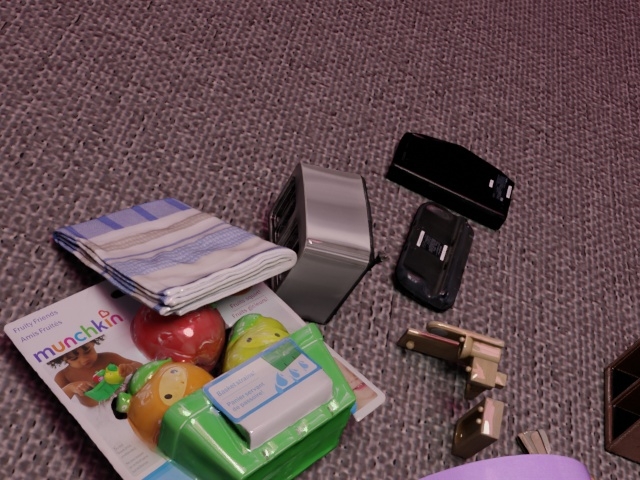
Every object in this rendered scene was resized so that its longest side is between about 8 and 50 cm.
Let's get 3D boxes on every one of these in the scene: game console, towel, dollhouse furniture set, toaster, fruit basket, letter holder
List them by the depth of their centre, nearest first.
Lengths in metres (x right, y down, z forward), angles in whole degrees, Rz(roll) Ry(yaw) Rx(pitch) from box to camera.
[{"bbox_3d":[-0.144,0.144,1.093,0.327,0.165,0.353,-26,63,-38],"label":"fruit basket"},{"bbox_3d":[-0.193,0.008,1.175,0.209,0.034,0.285,-21,32,-37],"label":"towel"},{"bbox_3d":[0.167,0.196,1.220,0.123,0.144,0.151,17,62,-4],"label":"dollhouse furniture set"},{"bbox_3d":[0.000,0.000,1.261,0.110,0.185,0.168,12,49,-21],"label":"toaster"},{"bbox_3d":[0.600,0.245,1.305,0.302,0.214,0.152,22,47,-6],"label":"letter holder"},{"bbox_3d":[0.192,-0.039,1.479,0.213,0.044,0.361,25,46,-1],"label":"game console"}]

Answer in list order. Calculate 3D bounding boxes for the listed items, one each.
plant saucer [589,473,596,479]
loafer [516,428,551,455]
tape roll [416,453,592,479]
[{"bbox_3d":[0.360,0.348,1.248,0.083,0.015,0.083,12,48,-14],"label":"plant saucer"},{"bbox_3d":[0.300,0.315,1.235,0.039,0.045,0.125,-3,45,-5],"label":"loafer"},{"bbox_3d":[0.177,0.334,0.998,0.275,0.274,0.090,3,52,-23],"label":"tape roll"}]
